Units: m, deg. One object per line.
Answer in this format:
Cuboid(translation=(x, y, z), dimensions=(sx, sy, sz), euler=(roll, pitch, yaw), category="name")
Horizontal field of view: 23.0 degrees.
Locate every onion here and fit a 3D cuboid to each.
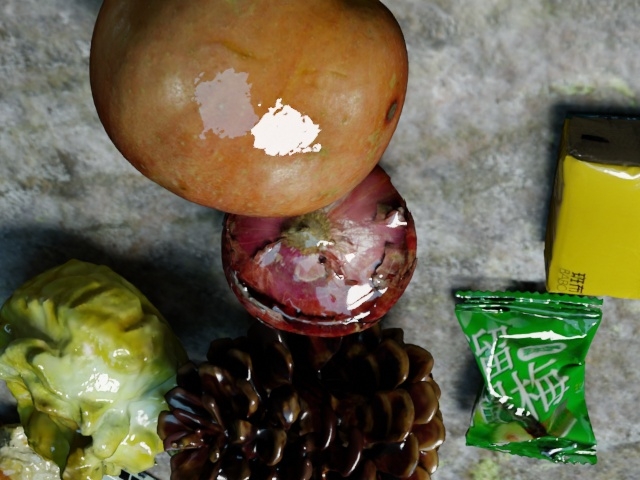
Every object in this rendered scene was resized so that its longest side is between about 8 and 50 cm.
Cuboid(translation=(0.000, 0.000, 1.449), dimensions=(0.184, 0.147, 0.184), euler=(0, 95, 1), category="onion")

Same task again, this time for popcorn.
Cuboid(translation=(-0.226, 0.126, 1.546), dimensions=(0.204, 0.184, 0.221), euler=(18, 137, 48), category="popcorn")

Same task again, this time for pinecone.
Cuboid(translation=(-0.021, 0.176, 1.493), dimensions=(0.292, 0.246, 0.246), euler=(6, 144, -46), category="pinecone")

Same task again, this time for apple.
Cuboid(translation=(-0.052, -0.144, 1.246), dimensions=(0.253, 0.253, 0.253), euler=(3, 133, 3), category="apple")

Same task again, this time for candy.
Cuboid(translation=(0.207, 0.134, 1.583), dimensions=(0.141, 0.078, 0.203), euler=(-6, 121, -3), category="candy")

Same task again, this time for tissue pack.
Cuboid(translation=(0.268, -0.027, 1.418), dimensions=(0.120, 0.082, 0.169), euler=(4, 133, 3), category="tissue pack")

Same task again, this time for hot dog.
Cuboid(translation=(-0.347, 0.271, 1.759), dimensions=(0.213, 0.103, 0.146), euler=(-33, 101, 20), category="hot dog")

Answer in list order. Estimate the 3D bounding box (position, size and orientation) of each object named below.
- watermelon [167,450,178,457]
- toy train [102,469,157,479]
Cuboid(translation=(-0.120, 0.194, 1.656), dimensions=(0.109, 0.109, 0.109), euler=(3, 133, 3), category="watermelon")
Cuboid(translation=(-0.174, 0.312, 1.808), dimensions=(0.207, 0.047, 0.043), euler=(34, 129, -21), category="toy train")
